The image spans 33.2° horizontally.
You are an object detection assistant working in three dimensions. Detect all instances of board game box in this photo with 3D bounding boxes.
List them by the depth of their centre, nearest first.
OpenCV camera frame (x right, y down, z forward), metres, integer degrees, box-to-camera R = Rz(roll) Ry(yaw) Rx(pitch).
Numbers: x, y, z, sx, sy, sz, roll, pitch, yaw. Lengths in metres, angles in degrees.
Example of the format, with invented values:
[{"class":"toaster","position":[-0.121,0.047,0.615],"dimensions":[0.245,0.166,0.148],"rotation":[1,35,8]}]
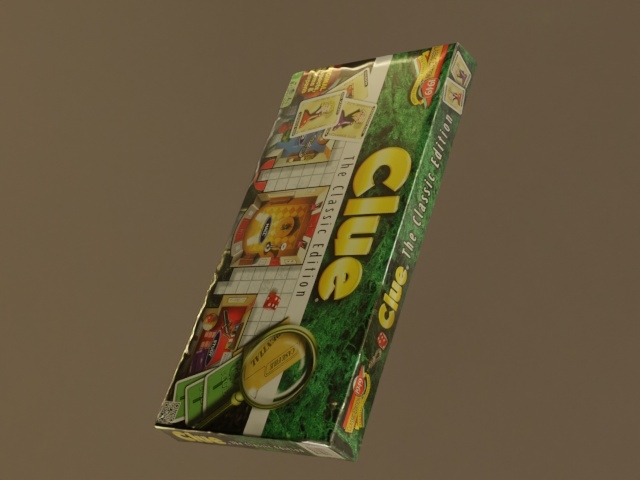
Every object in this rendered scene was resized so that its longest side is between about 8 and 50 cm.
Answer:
[{"class":"board game box","position":[0.000,0.000,0.638],"dimensions":[0.136,0.030,0.259],"rotation":[-2,-122,38]}]
